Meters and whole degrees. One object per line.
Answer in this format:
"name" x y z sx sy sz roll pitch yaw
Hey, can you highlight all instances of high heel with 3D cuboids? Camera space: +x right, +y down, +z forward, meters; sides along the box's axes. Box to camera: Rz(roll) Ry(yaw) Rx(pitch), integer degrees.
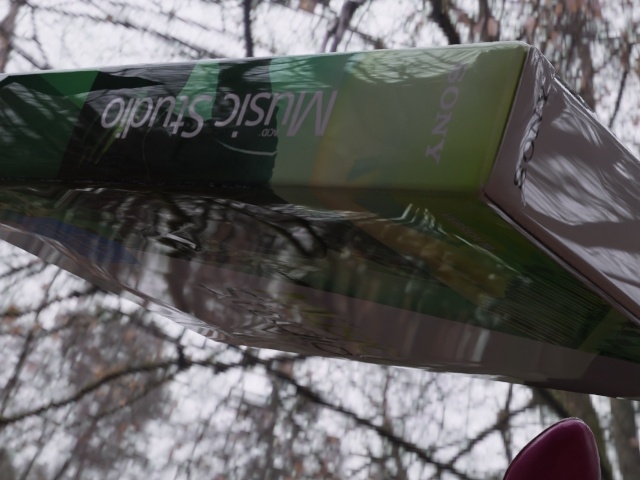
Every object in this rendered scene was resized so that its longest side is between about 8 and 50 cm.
"high heel" 0.189 0.251 0.969 0.082 0.117 0.244 -5 -50 -17

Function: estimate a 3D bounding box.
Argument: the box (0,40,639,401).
"box" 0.000 0.000 0.532 0.322 0.058 0.232 2 -21 41
